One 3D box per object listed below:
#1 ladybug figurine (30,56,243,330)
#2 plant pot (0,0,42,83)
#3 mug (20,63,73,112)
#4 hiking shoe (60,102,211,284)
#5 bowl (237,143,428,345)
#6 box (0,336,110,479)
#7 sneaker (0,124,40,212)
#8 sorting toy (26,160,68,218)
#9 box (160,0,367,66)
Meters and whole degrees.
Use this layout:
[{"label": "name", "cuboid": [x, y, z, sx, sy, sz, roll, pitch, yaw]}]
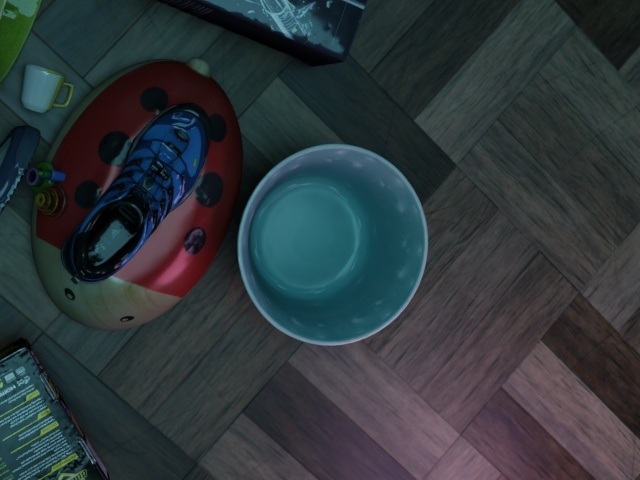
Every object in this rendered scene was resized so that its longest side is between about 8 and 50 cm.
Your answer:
[{"label": "ladybug figurine", "cuboid": [-0.269, -0.073, 1.851, 0.305, 0.162, 0.449, 21, 88, -18]}, {"label": "plant pot", "cuboid": [-0.533, -0.386, 1.710, 0.253, 0.276, 0.276, 21, 89, -6]}, {"label": "mug", "cuboid": [-0.418, -0.226, 1.846, 0.078, 0.062, 0.064, 17, 98, -12]}, {"label": "hiking shoe", "cuboid": [-0.244, -0.060, 1.705, 0.113, 0.132, 0.304, 35, 85, -16]}, {"label": "bowl", "cuboid": [0.000, 0.000, 1.942, 0.311, 0.163, 0.312, -2, 96, -17]}, {"label": "box", "cuboid": [-0.512, 0.334, 1.792, 0.322, 0.079, 0.257, -31, 106, -11]}, {"label": "sneaker", "cuboid": [-0.542, -0.058, 1.794, 0.131, 0.112, 0.319, 36, 82, -18]}, {"label": "sorting toy", "cuboid": [-0.404, -0.079, 1.771, 0.042, 0.102, 0.061, 10, 126, -53]}, {"label": "box", "cuboid": [-0.067, -0.484, 1.870, 0.312, 0.179, 0.343, 19, 89, -19]}]
